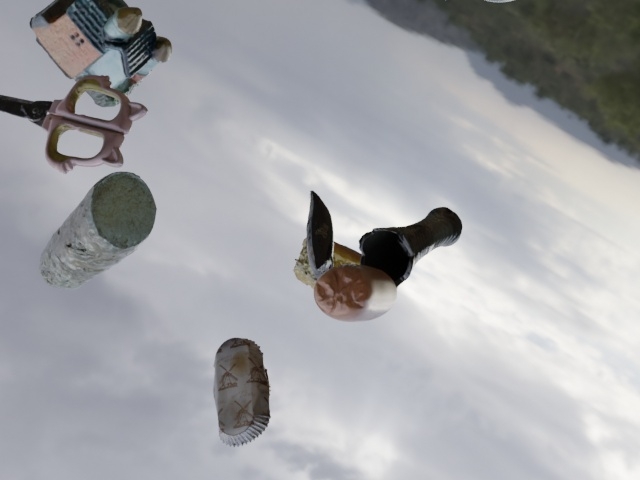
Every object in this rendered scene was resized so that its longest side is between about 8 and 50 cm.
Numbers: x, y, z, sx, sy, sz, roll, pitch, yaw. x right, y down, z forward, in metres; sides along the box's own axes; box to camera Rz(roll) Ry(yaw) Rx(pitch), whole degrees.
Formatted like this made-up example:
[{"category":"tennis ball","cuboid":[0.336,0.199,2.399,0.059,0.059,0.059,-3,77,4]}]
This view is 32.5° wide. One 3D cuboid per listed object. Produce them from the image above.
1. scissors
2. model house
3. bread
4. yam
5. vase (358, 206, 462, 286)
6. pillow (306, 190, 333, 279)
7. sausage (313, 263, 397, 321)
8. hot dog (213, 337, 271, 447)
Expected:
[{"category":"scissors","cuboid":[-0.400,-0.186,1.627,0.317,0.160,0.024,17,168,27]},{"category":"model house","cuboid":[-0.425,-0.435,2.288,0.291,0.184,0.253,-14,119,52]},{"category":"bread","cuboid":[0.056,0.081,2.505,0.245,0.121,0.174,24,173,11]},{"category":"yam","cuboid":[-0.408,0.001,1.942,0.133,0.330,0.133,17,-122,-30]},{"category":"vase","cuboid":[0.171,0.002,1.975,0.115,0.116,0.237,34,-151,20]},{"category":"pillow","cuboid":[-0.001,0.000,1.877,0.048,0.150,0.090,-1,155,-3]},{"category":"sausage","cuboid":[0.055,0.077,1.601,0.086,0.086,0.289,32,-177,12]},{"category":"hot dog","cuboid":[-0.128,0.236,1.746,0.053,0.099,0.192,60,-167,-49]}]
